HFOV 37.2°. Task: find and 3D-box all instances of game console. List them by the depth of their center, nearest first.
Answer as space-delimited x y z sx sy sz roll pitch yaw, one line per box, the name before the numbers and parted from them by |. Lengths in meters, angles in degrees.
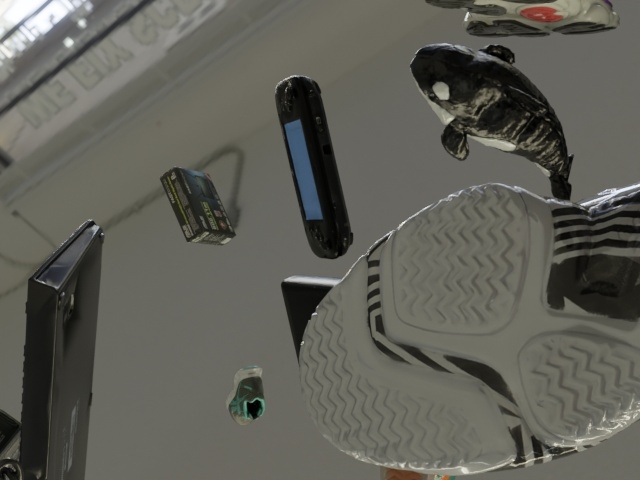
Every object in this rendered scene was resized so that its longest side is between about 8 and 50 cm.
game console | 0.000 0.000 1.059 0.044 0.361 0.213 -15 -174 -26

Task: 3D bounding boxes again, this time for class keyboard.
keyboard | -0.200 0.161 0.671 0.201 0.033 0.317 -83 -178 -66

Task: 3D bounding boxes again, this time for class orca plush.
orca plush | 0.239 -0.143 1.178 0.151 0.287 0.102 -46 -155 -10

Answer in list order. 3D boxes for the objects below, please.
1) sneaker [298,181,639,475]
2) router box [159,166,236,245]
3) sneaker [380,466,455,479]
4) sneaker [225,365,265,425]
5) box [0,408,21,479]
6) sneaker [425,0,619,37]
sneaker | 0.181 0.034 0.510 0.366 0.210 0.137 -26 -115 18
router box | -0.194 -0.053 1.507 0.038 0.092 0.122 -34 -108 23
sneaker | 0.150 0.313 1.427 0.108 0.302 0.121 12 -163 20
sneaker | -0.134 0.305 1.753 0.065 0.166 0.076 -9 -129 -16
box | -0.337 0.222 0.796 0.180 0.077 0.147 -55 -179 -29
sneaker | 0.089 -0.125 0.400 0.068 0.170 0.071 4 -87 22
